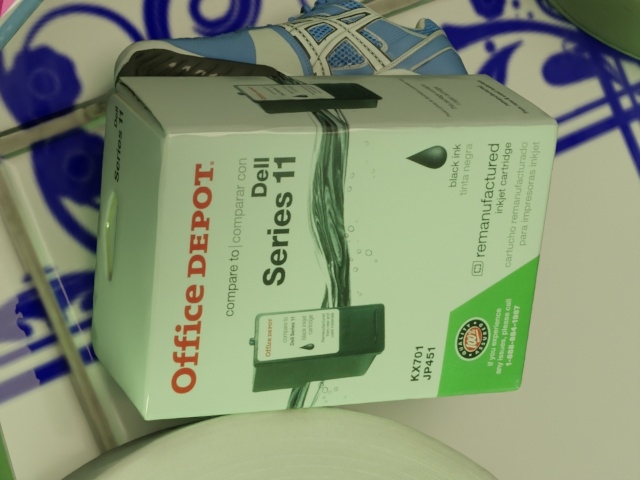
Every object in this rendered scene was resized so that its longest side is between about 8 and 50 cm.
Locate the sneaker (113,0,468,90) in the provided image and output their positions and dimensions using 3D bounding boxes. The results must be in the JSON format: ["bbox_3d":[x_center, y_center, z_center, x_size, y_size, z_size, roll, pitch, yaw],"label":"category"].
[{"bbox_3d":[-0.013,-0.085,0.988,0.211,0.080,0.081,4,57,-28],"label":"sneaker"}]

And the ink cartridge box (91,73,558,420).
[{"bbox_3d":[0.000,0.000,0.918,0.208,0.087,0.153,-3,112,-22],"label":"ink cartridge box"}]

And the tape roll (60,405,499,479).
[{"bbox_3d":[-0.015,0.278,0.908,0.392,0.072,0.392,6,76,-27],"label":"tape roll"}]

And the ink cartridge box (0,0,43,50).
[{"bbox_3d":[-0.283,-0.223,0.763,0.395,0.151,0.270,44,73,-24],"label":"ink cartridge box"}]

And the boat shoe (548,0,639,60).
[{"bbox_3d":[0.150,-0.181,1.079,0.227,0.081,0.069,33,71,-16],"label":"boat shoe"}]

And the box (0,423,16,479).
[{"bbox_3d":[-0.276,0.101,0.730,0.322,0.232,0.058,8,119,-25],"label":"box"}]
